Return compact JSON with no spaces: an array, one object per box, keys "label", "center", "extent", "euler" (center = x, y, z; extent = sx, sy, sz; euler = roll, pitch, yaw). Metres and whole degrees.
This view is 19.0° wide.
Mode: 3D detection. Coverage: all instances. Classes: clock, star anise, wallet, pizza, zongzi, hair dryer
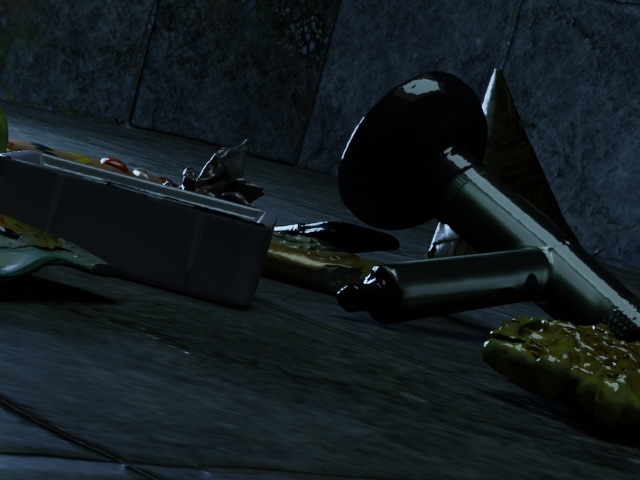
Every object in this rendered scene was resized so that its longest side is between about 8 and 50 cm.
[{"label":"clock","center":[-0.135,-0.011,1.379],"extent":[0.197,0.063,0.150],"euler":[15,4,-1]},{"label":"star anise","center":[-0.097,-0.040,1.610],"extent":[0.124,0.129,0.056],"euler":[12,-40,41]},{"label":"wallet","center":[0.000,0.000,1.792],"extent":[0.082,0.018,0.157],"euler":[18,-12,-30]},{"label":"pizza","center":[0.007,0.021,1.688],"extent":[0.262,0.034,0.181],"euler":[13,4,-35]},{"label":"zongzi","center":[0.245,-0.059,2.197],"extent":[0.111,0.241,0.248],"euler":[18,5,40]},{"label":"hair dryer","center":[0.108,-0.022,1.580],"extent":[0.284,0.155,0.320],"euler":[20,20,-44]}]

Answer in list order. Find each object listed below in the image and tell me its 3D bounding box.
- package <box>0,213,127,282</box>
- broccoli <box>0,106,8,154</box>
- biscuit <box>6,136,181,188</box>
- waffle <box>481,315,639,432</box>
[{"label":"package","center":[-0.226,-0.003,1.116],"extent":[0.166,0.040,0.232],"euler":[18,6,24]},{"label":"broccoli","center":[-0.336,-0.124,1.471],"extent":[0.252,0.221,0.361],"euler":[-24,-19,30]},{"label":"biscuit","center":[-0.252,-0.078,2.079],"extent":[0.250,0.036,0.165],"euler":[14,5,-15]},{"label":"waffle","center":[0.226,0.100,1.287],"extent":[0.291,0.051,0.291],"euler":[14,5,-1]}]
